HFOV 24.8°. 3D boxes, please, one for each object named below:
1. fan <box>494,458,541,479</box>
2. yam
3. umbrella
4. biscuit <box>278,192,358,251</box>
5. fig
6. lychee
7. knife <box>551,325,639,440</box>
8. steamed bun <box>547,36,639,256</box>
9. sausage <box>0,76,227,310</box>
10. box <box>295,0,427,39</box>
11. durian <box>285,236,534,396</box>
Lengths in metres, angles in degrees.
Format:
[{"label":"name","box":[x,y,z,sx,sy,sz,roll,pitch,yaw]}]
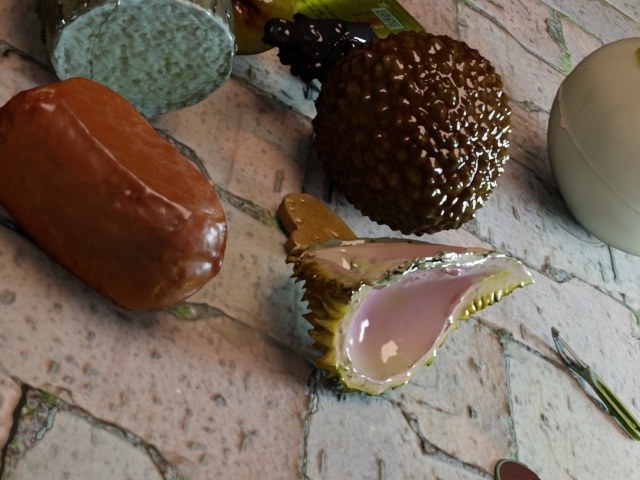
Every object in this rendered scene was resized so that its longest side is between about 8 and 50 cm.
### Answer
[{"label":"fan","box":[0.246,0.289,1.606,0.133,0.005,0.085,37,28,-2]},{"label":"yam","box":[-0.218,-0.314,1.700,0.241,0.241,0.348,20,37,-31]},{"label":"umbrella","box":[-0.005,-0.251,1.892,0.118,0.118,0.340,47,13,13]},{"label":"biscuit","box":[-0.001,0.001,1.709,0.140,0.023,0.118,51,32,18]},{"label":"fig","box":[-0.104,-0.305,1.912,0.153,0.121,0.136,21,66,-10]},{"label":"lychee","box":[0.118,-0.128,1.817,0.267,0.267,0.267,29,30,-19]},{"label":"knife","box":[0.353,0.184,1.865,0.022,0.026,0.184,-33,73,-19]},{"label":"steamed bun","box":[0.506,-0.141,2.209,0.334,0.334,0.374,28,35,-19]},{"label":"sausage","box":[-0.208,-0.043,1.406,0.268,0.141,0.153,41,29,8]},{"label":"box","box":[0.030,-0.350,2.223,0.173,0.043,0.311,47,30,13]},{"label":"durian","box":[0.063,0.045,1.586,0.305,0.186,0.195,-15,37,-43]}]
